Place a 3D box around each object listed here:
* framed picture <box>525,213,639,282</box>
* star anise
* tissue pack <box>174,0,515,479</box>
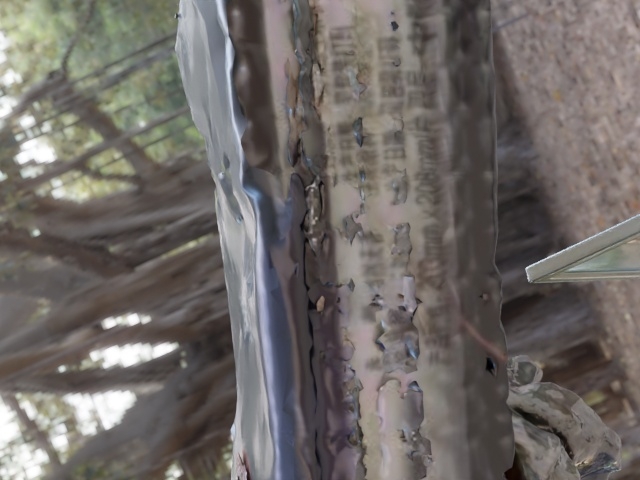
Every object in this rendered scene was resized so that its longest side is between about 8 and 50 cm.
[{"bbox_3d":[0.354,-0.006,1.051,0.289,0.213,0.016,0,-110,-38],"label":"framed picture"},{"bbox_3d":[0.110,0.163,0.933,0.359,0.316,0.139,-99,17,-52],"label":"star anise"},{"bbox_3d":[0.000,0.000,0.538,0.245,0.123,0.332,-179,85,-79],"label":"tissue pack"}]
